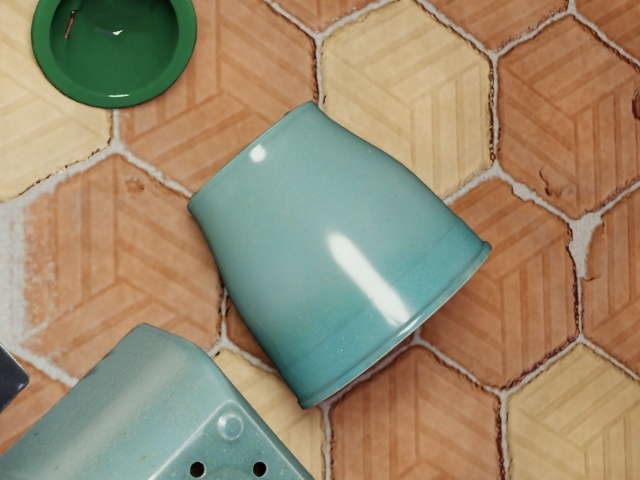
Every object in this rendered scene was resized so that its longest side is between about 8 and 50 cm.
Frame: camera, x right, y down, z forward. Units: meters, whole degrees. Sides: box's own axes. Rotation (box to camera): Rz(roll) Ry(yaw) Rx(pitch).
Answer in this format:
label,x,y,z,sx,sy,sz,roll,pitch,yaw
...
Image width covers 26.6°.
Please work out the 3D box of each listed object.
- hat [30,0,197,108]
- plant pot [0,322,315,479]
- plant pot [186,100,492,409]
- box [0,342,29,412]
label,x,y,z,sx,sy,sz,roll,pitch,yaw
hat,-0.227,-0.278,1.484,0.173,0.183,0.208,13,123,-20
plant pot,-0.144,0.254,1.372,0.248,0.252,0.247,-45,108,-22
plant pot,0.000,0.000,1.471,0.272,0.272,0.255,-42,91,-23
box,-0.458,0.173,1.160,0.182,0.294,0.296,50,56,-15
